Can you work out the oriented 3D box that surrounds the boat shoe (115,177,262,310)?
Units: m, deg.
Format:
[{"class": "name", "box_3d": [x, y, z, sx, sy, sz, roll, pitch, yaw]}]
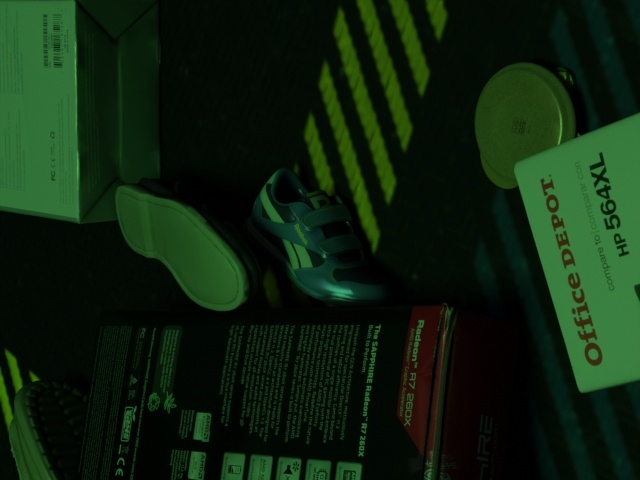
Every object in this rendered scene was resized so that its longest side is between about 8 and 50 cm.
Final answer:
[{"class": "boat shoe", "box_3d": [-0.088, -0.006, 1.186, 0.206, 0.065, 0.075, 29, 128, 55]}]

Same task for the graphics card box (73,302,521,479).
[{"class": "graphics card box", "box_3d": [-0.033, 0.166, 1.124, 0.371, 0.094, 0.233, -4, 75, 44]}]

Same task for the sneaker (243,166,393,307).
[{"class": "sneaker", "box_3d": [0.000, 0.000, 1.138, 0.144, 0.053, 0.059, 38, 118, 34]}]

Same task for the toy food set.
[{"class": "toy food set", "box_3d": [0.134, -0.073, 1.016, 0.082, 0.020, 0.083, 1, 96, 45]}]

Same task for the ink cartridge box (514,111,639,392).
[{"class": "ink cartridge box", "box_3d": [0.225, -0.007, 0.888, 0.203, 0.086, 0.148, -22, 80, 43]}]

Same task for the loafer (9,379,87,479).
[{"class": "loafer", "box_3d": [-0.199, 0.244, 1.334, 0.092, 0.102, 0.268, -42, 67, 33]}]

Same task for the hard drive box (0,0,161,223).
[{"class": "hard drive box", "box_3d": [-0.242, -0.117, 1.336, 0.232, 0.089, 0.181, 9, 102, 43]}]
